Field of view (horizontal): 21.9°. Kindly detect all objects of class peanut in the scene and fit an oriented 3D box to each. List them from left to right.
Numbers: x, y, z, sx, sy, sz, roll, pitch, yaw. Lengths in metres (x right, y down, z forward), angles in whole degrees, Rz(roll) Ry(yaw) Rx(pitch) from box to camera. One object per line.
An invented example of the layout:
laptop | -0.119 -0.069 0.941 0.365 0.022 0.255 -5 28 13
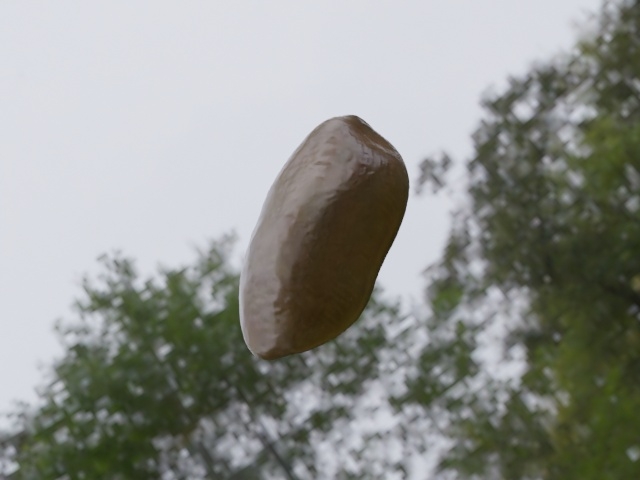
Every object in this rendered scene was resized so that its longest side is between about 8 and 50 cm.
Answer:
peanut | 0.000 0.000 0.912 0.076 0.076 0.152 70 -141 -62
